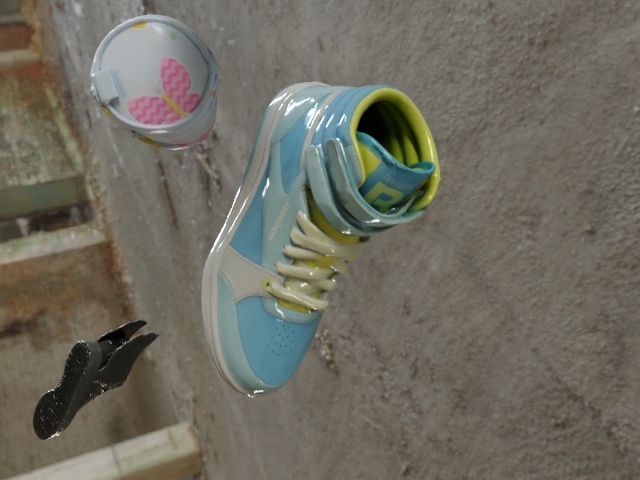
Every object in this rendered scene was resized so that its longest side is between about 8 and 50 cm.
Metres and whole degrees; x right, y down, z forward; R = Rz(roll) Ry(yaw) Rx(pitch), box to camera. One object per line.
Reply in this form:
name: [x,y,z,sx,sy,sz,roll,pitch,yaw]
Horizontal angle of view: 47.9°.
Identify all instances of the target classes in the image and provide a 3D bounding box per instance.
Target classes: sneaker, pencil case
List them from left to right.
sneaker: [-0.275,0.171,0.878,0.051,0.089,0.170,40,106,29]
pencil case: [-0.176,-0.163,0.795,0.273,0.124,0.114,-161,70,-79]
sneaker: [0.000,0.000,0.648,0.208,0.127,0.319,7,84,58]
